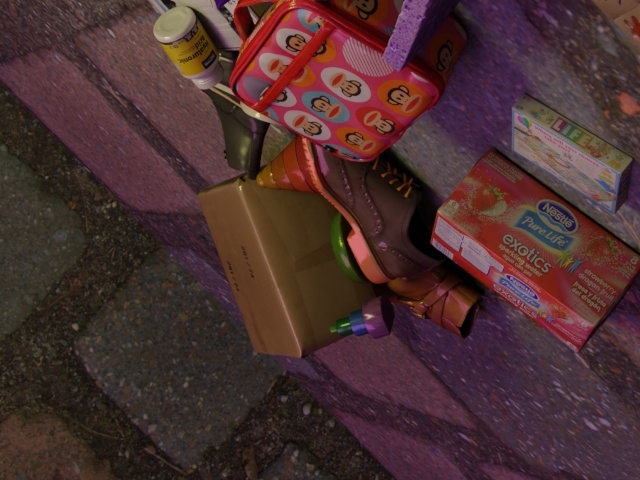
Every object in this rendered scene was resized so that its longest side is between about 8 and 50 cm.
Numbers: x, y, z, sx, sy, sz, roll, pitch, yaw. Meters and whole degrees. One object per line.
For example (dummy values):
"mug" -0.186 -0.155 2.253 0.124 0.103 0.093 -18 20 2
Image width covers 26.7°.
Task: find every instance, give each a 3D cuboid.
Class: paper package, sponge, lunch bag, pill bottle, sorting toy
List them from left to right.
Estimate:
"pill bottle" -0.183 -0.270 1.910 0.065 0.065 0.116 28 161 41
"paper package" -0.059 0.025 2.355 0.324 0.168 0.309 69 162 -5
"sorting toy" 0.000 0.000 2.167 0.365 0.126 0.127 68 -159 -12
"lunch bag" 0.013 -0.229 1.653 0.258 0.120 0.293 30 155 -10
"sponge" 0.125 -0.264 1.423 0.031 0.117 0.210 39 164 4

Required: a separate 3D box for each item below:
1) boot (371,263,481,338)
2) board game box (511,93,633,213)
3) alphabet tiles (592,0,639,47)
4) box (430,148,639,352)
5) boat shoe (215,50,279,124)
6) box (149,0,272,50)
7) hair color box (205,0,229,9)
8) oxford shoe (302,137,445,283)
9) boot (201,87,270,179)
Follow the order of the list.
"boot" 0.175 0.093 2.342 0.220 0.109 0.283 33 156 14
"board game box" 0.299 -0.103 1.615 0.154 0.026 0.103 35 164 21
"alphabet tiles" 0.328 -0.240 1.206 0.342 0.011 0.285 43 165 -5
"box" 0.284 0.015 1.789 0.257 0.122 0.128 37 165 13
"boat shoe" -0.095 -0.253 2.024 0.112 0.095 0.335 14 -167 -24
"box" -0.143 -0.353 1.876 0.169 0.087 0.290 48 163 -26
"hair color box" -0.174 -0.447 1.551 0.185 0.110 0.338 42 162 31
"oxford shoe" 0.082 -0.095 2.056 0.133 0.130 0.363 -10 128 28
"boot" -0.153 -0.193 2.207 0.198 0.077 0.137 36 122 51
